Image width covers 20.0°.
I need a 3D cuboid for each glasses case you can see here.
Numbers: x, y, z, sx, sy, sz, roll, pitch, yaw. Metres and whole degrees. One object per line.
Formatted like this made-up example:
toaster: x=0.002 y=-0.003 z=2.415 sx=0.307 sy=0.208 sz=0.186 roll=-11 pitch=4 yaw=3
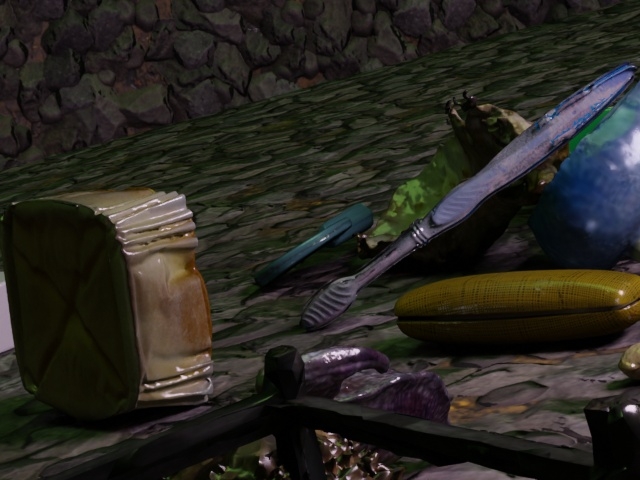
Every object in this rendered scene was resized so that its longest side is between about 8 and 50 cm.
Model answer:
glasses case: x=0.176 y=0.059 z=1.609 sx=0.234 sy=0.064 sz=0.079 roll=-5 pitch=12 yaw=32

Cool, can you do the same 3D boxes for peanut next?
peanut: x=0.274 y=0.089 z=1.444 sx=0.083 sy=0.037 sz=0.037 roll=-15 pitch=12 yaw=-24

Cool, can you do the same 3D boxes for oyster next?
oyster: x=0.158 y=-0.070 z=1.930 sx=0.133 sy=0.197 sz=0.337 roll=25 pitch=-24 yaw=-14

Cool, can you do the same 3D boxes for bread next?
bread: x=-0.189 y=0.055 z=1.647 sx=0.192 sy=0.209 sz=0.110 roll=1 pitch=13 yaw=45

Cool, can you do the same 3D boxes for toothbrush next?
toothbrush: x=0.140 y=-0.041 z=1.764 sx=0.413 sy=0.035 sz=0.042 roll=-38 pitch=3 yaw=14

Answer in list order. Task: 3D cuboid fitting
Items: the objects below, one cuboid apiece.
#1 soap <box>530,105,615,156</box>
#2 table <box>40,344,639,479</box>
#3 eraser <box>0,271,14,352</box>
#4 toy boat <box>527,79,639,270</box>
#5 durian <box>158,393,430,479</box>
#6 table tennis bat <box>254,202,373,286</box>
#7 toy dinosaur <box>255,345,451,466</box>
soap: x=0.349 y=-0.105 z=2.063 sx=0.273 sy=0.098 sz=0.218 roll=-10 pitch=0 yaw=13
table: x=-0.064 y=0.221 z=0.602 sx=0.335 sy=0.272 sz=0.222 roll=-19 pitch=14 yaw=-31
eraser: x=-0.445 y=0.113 z=1.946 sx=0.298 sy=0.076 sz=0.078 roll=-22 pitch=16 yaw=-39
toy boat: x=0.328 y=-0.066 z=1.802 sx=0.330 sy=0.123 sz=0.215 roll=-34 pitch=-20 yaw=-55
durian: x=-0.018 y=0.180 z=1.091 sx=0.196 sy=0.167 sz=0.196 roll=12 pitch=18 yaw=-4
table tennis bat: x=0.000 y=0.000 z=2.049 sx=0.124 sy=0.033 sz=0.201 roll=-34 pitch=-2 yaw=37
toy dinosaur: x=0.007 y=0.134 z=1.268 sx=0.162 sy=0.077 sz=0.294 roll=-28 pitch=-13 yaw=17
